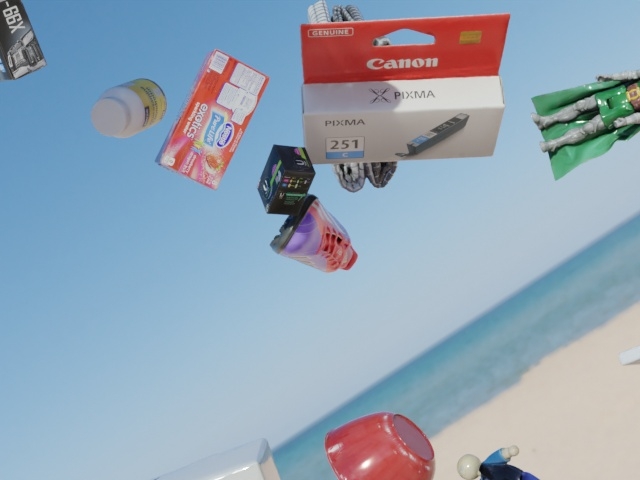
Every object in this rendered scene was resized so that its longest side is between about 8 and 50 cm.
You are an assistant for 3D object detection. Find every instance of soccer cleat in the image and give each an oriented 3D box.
[{"bbox_3d":[0.000,0.000,1.669,0.109,0.116,0.318,-54,-6,2],"label":"soccer cleat"}]

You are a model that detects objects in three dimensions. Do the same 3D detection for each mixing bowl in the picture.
[{"bbox_3d":[0.105,0.322,1.524,0.098,0.181,0.181,-46,-12,18],"label":"mixing bowl"}]

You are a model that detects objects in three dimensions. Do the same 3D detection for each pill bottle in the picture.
[{"bbox_3d":[-0.387,-0.263,2.068,0.103,0.103,0.184,-36,5,22],"label":"pill bottle"}]

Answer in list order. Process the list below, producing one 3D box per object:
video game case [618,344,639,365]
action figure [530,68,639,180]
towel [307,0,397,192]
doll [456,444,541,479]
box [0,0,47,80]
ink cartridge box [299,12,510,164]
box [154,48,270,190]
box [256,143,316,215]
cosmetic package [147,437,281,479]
[{"bbox_3d":[0.571,0.141,1.525,0.183,0.023,0.201,5,-27,-46],"label":"video game case"},{"bbox_3d":[0.414,-0.189,1.436,0.232,0.137,0.063,-22,-20,24],"label":"action figure"},{"bbox_3d":[0.058,-0.256,1.782,0.121,0.284,0.235,-9,30,-2],"label":"towel"},{"bbox_3d":[0.271,0.344,1.441,0.046,0.129,0.189,-27,32,-37],"label":"doll"},{"bbox_3d":[-0.606,-0.421,1.733,0.242,0.307,0.076,6,32,43],"label":"box"},{"bbox_3d":[0.118,-0.211,1.494,0.296,0.066,0.261,-3,-29,0],"label":"ink cartridge box"},{"bbox_3d":[-0.220,-0.242,2.078,0.257,0.128,0.122,-65,15,-2],"label":"box"},{"bbox_3d":[-0.050,-0.086,1.480,0.052,0.062,0.083,3,-48,-26],"label":"box"},{"bbox_3d":[-0.120,0.579,1.654,0.230,0.453,0.161,-21,2,2],"label":"cosmetic package"}]
